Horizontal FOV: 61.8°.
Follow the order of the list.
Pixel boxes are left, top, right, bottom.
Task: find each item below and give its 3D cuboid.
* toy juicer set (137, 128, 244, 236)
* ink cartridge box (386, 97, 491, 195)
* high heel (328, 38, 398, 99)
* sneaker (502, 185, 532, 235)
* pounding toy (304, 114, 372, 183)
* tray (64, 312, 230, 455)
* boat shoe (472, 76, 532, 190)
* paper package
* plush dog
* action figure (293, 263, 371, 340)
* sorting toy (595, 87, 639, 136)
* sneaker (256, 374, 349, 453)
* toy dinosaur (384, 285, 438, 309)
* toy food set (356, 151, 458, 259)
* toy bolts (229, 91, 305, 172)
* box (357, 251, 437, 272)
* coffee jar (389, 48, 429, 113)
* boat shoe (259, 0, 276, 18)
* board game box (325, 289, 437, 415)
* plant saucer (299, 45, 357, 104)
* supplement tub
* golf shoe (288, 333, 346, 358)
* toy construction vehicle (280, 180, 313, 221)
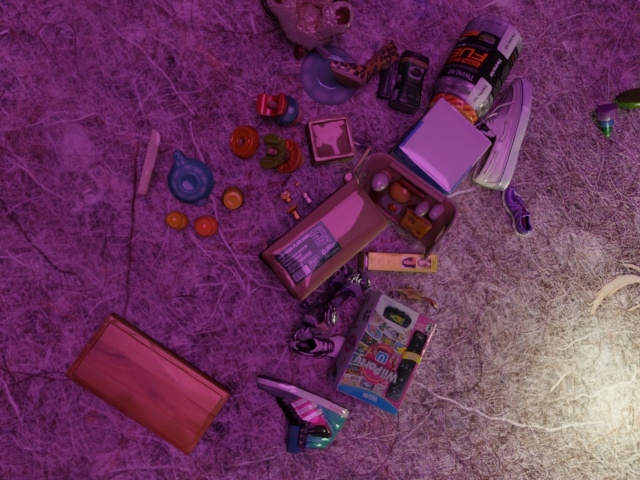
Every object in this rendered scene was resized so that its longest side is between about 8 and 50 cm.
[{"bbox_3d":[-0.405,-0.145,1.571,0.329,0.089,0.209,37,94,-13],"label":"toy juicer set"},{"bbox_3d":[0.326,-0.251,1.596,0.197,0.270,0.198,41,81,-3],"label":"ink cartridge box"},{"bbox_3d":[0.133,-0.562,1.644,0.261,0.093,0.187,11,89,-40],"label":"high heel"},{"bbox_3d":[0.651,-0.100,1.739,0.068,0.071,0.170,-22,89,-10],"label":"sneaker"},{"bbox_3d":[0.061,-0.270,1.643,0.180,0.094,0.206,-10,88,-9],"label":"pounding toy"},{"bbox_3d":[-0.484,0.407,1.523,0.410,0.076,0.203,35,82,-4],"label":"tray"},{"bbox_3d":[0.558,-0.355,1.721,0.156,0.136,0.368,14,94,-5],"label":"boat shoe"},{"bbox_3d":[0.000,0.000,1.508,0.324,0.309,0.168,-39,92,-8],"label":"paper package"},{"bbox_3d":[-0.030,-0.702,1.633,0.262,0.211,0.226,14,65,-5],"label":"plush dog"},{"bbox_3d":[0.015,0.189,1.578,0.285,0.185,0.099,-46,125,-23],"label":"action figure"},{"bbox_3d":[1.112,-0.455,1.839,0.365,0.127,0.126,-24,120,-7],"label":"sorting toy"},{"bbox_3d":[-0.078,0.521,1.561,0.295,0.124,0.179,26,73,-8],"label":"sneaker"},{"bbox_3d":[0.278,0.162,1.651,0.183,0.092,0.053,20,83,-8],"label":"toy dinosaur"},{"bbox_3d":[0.230,-0.093,1.559,0.306,0.220,0.092,39,57,12],"label":"toy food set"},{"bbox_3d":[-0.138,-0.326,1.622,0.218,0.158,0.229,15,95,32],"label":"toy bolts"},{"bbox_3d":[0.237,0.067,1.655,0.232,0.087,0.058,2,88,-10],"label":"box"},{"bbox_3d":[0.284,-0.506,1.702,0.096,0.079,0.185,16,85,-15],"label":"coffee jar"},{"bbox_3d":[-0.167,-0.767,1.662,0.056,0.049,0.152,-22,90,-10],"label":"boat shoe"},{"bbox_3d":[0.185,0.333,1.600,0.223,0.097,0.304,29,84,-20],"label":"board game box"},{"bbox_3d":[0.033,-0.527,1.685,0.194,0.037,0.195,1,85,-9],"label":"plant saucer"},{"bbox_3d":[0.481,-0.521,1.678,0.193,0.193,0.316,30,82,-6],"label":"supplement tub"},{"bbox_3d":[0.005,0.320,1.597,0.198,0.094,0.077,2,85,-11],"label":"golf shoe"},{"bbox_3d":[-0.071,-0.121,1.647,0.085,0.035,0.098,-37,90,1],"label":"toy construction vehicle"}]
